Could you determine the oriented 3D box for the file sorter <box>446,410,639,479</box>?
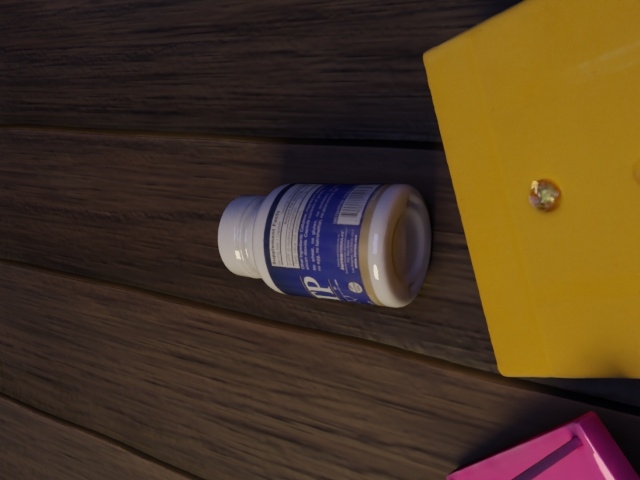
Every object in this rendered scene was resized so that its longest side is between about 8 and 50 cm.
[{"bbox_3d":[0.150,0.308,0.431,0.291,0.182,0.202,60,152,19],"label":"file sorter"}]

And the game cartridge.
[{"bbox_3d":[0.230,-0.049,0.434,0.323,0.052,0.285,-13,90,50],"label":"game cartridge"}]

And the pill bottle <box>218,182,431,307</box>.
[{"bbox_3d":[0.000,0.000,0.620,0.186,0.112,0.112,4,91,33],"label":"pill bottle"}]
